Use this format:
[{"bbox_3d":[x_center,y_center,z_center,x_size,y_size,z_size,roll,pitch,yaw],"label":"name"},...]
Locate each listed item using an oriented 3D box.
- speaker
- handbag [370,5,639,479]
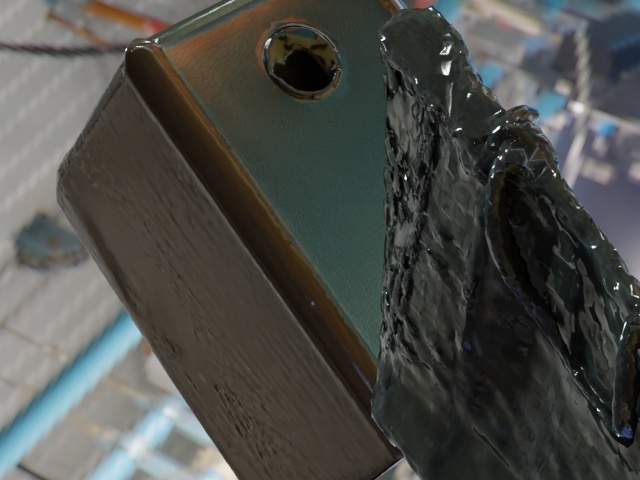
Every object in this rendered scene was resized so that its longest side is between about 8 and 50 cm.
[{"bbox_3d":[0.000,0.000,1.003,0.153,0.231,0.192,-31,-9,-30],"label":"speaker"},{"bbox_3d":[0.091,0.050,0.688,0.088,0.270,0.175,-23,-41,-16],"label":"handbag"}]
